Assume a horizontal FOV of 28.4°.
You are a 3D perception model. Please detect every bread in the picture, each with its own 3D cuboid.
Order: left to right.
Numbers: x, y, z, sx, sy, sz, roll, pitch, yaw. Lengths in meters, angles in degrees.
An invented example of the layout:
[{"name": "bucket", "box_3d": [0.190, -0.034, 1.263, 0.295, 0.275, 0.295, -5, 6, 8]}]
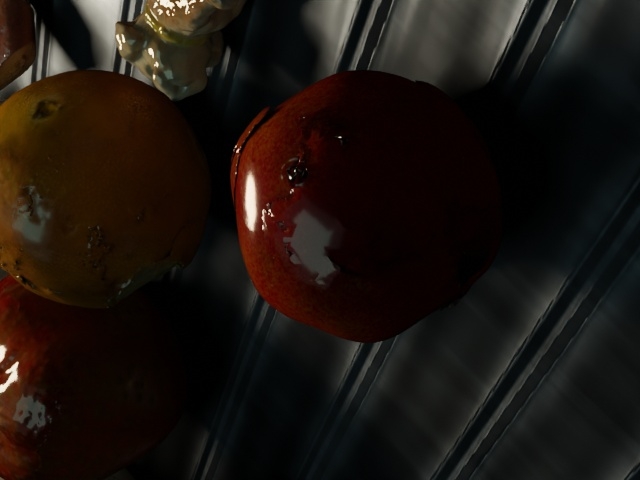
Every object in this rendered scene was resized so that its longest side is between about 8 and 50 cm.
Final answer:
[{"name": "bread", "box_3d": [-0.359, -0.231, 1.389, 0.119, 0.067, 0.192, 4, 96, 22]}]

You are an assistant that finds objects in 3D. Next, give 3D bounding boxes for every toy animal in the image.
[{"name": "toy animal", "box_3d": [-0.138, -0.231, 1.109, 0.184, 0.104, 0.185, 50, 151, 9]}]

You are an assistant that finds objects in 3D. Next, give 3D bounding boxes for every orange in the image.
[{"name": "orange", "box_3d": [-0.227, -0.051, 1.246, 0.240, 0.240, 0.240, 32, 139, 33]}]

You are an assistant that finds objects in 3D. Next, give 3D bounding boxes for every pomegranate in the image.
[{"name": "pomegranate", "box_3d": [0.032, -0.025, 0.963, 0.210, 0.210, 0.235, 54, 172, 5]}]

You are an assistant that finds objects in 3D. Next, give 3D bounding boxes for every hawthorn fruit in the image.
[{"name": "hawthorn fruit", "box_3d": [-0.287, 0.157, 1.484, 0.275, 0.299, 0.275, 0, 89, 28]}]

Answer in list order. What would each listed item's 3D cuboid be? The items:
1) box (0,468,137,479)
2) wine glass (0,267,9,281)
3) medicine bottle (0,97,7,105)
[{"name": "box", "box_3d": [-0.333, 0.321, 1.661, 0.204, 0.051, 0.365, 39, -179, 25]}, {"name": "wine glass", "box_3d": [-0.445, 0.044, 1.638, 0.165, 0.196, 0.165, 35, 142, 33]}, {"name": "medicine bottle", "box_3d": [-0.379, -0.081, 1.475, 0.293, 0.170, 0.170, 20, 132, 43]}]
